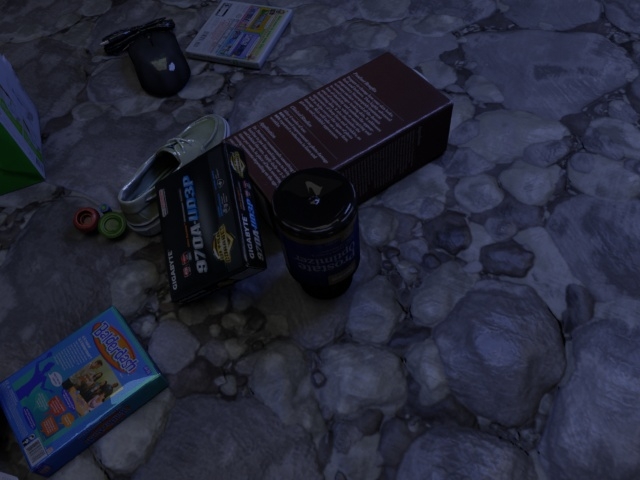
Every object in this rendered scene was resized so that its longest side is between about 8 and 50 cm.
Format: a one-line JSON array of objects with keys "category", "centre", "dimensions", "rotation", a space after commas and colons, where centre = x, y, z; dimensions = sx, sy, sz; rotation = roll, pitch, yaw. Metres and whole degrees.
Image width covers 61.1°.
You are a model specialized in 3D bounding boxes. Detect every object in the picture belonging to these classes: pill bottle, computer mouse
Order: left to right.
[{"category": "computer mouse", "centre": [-0.395, -0.440, 1.258], "dimensions": [0.188, 0.072, 0.272], "rotation": [-27, 58, -13]}, {"category": "pill bottle", "centre": [0.000, 0.000, 0.835], "dimensions": [0.122, 0.219, 0.123], "rotation": [-3, 56, 5]}]

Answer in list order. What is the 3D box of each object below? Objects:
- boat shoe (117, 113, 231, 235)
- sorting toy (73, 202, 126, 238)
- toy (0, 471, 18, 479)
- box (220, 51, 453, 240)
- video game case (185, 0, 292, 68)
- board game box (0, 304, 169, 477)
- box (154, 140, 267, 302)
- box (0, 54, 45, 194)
[{"category": "boat shoe", "centre": [-0.267, -0.144, 1.034], "dimensions": [0.109, 0.094, 0.302], "rotation": [18, 60, 17]}, {"category": "sorting toy", "centre": [-0.406, -0.035, 1.014], "dimensions": [0.101, 0.042, 0.061], "rotation": [15, 74, 2]}, {"category": "toy", "centre": [-0.510, 0.348, 0.696], "dimensions": [0.237, 0.056, 0.137], "rotation": [11, 58, 12]}, {"category": "box", "centre": [0.034, -0.175, 1.000], "dimensions": [0.381, 0.143, 0.191], "rotation": [-32, 59, -13]}, {"category": "video game case", "centre": [-0.193, -0.501, 1.308], "dimensions": [0.193, 0.023, 0.212], "rotation": [14, 58, 15]}, {"category": "board game box", "centre": [-0.364, 0.222, 0.827], "dimensions": [0.210, 0.047, 0.160], "rotation": [-36, 60, -16]}, {"category": "box", "centre": [-0.186, -0.027, 0.893], "dimensions": [0.175, 0.051, 0.220], "rotation": [-24, 69, 29]}, {"category": "box", "centre": [-0.661, -0.261, 1.053], "dimensions": [0.126, 0.262, 0.231], "rotation": [-21, 58, -8]}]
